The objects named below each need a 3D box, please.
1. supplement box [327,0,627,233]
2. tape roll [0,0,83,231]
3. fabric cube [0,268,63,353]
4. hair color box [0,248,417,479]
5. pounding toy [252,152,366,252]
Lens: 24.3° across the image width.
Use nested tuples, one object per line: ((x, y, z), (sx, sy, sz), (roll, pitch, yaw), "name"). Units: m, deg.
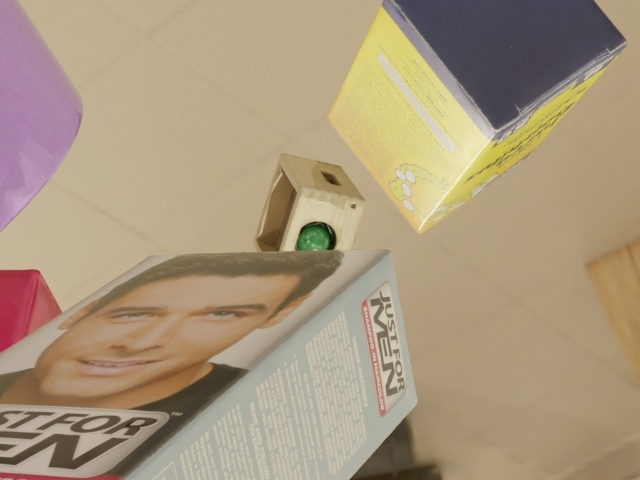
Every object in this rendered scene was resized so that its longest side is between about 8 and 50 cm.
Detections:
((0.167, -0.181, 1.718), (0.194, 0.195, 0.356), (-35, 172, -18), "supplement box")
((-0.265, -0.038, 0.786), (0.275, 0.275, 0.090), (-23, 119, 15), "tape roll")
((-0.397, 0.195, 1.551), (0.259, 0.258, 0.254), (1, 151, 9), "fabric cube")
((-0.108, 0.120, 0.818), (0.185, 0.374, 0.113), (-1, 109, 28), "hair color box")
((0.000, 0.000, 1.547), (0.100, 0.141, 0.130), (12, 109, -19), "pounding toy")
